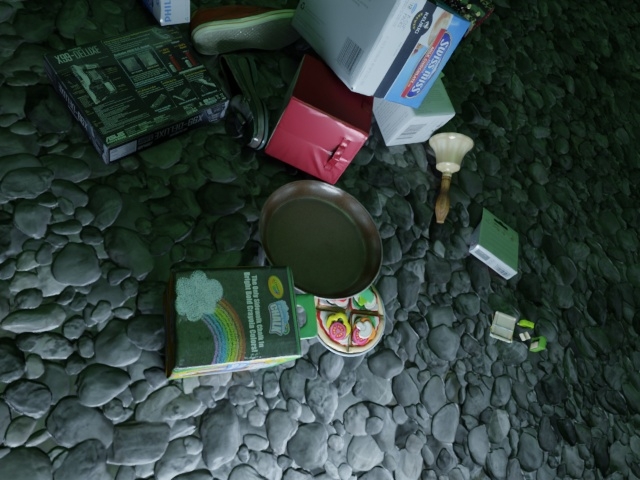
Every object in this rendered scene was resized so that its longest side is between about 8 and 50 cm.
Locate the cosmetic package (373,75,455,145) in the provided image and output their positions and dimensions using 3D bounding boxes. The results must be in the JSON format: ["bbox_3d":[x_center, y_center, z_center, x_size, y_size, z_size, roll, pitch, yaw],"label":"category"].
[{"bbox_3d":[0.249,-0.388,1.271,0.151,0.151,0.184,-12,77,-27],"label":"cosmetic package"}]

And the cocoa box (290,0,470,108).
[{"bbox_3d":[0.130,-0.520,1.084,0.227,0.232,0.347,1,43,-39],"label":"cocoa box"}]

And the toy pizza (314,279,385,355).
[{"bbox_3d":[0.068,0.166,1.053,0.201,0.032,0.202,8,68,-21],"label":"toy pizza"}]

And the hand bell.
[{"bbox_3d":[0.354,-0.167,1.277,0.126,0.126,0.242,15,77,-18],"label":"hand bell"}]

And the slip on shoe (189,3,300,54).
[{"bbox_3d":[-0.183,-0.565,1.175,0.330,0.123,0.102,-18,75,-23],"label":"slip on shoe"}]

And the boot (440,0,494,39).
[{"bbox_3d":[0.410,-0.807,1.513,0.284,0.138,0.377,46,55,-2],"label":"boot"}]

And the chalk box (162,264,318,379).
[{"bbox_3d":[-0.148,0.158,0.882,0.288,0.179,0.181,1,70,-24],"label":"chalk box"}]

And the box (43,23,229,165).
[{"bbox_3d":[-0.402,-0.340,1.014,0.307,0.076,0.243,-34,86,-30],"label":"box"}]

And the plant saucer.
[{"bbox_3d":[0.000,0.000,1.058,0.310,0.050,0.311,11,58,-18],"label":"plant saucer"}]

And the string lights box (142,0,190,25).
[{"bbox_3d":[-0.396,-0.637,1.053,0.076,0.133,0.260,-24,64,-29],"label":"string lights box"}]

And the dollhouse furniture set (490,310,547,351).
[{"bbox_3d":[0.528,0.251,1.227,0.151,0.059,0.076,20,70,6],"label":"dollhouse furniture set"}]

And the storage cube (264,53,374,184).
[{"bbox_3d":[-0.001,-0.288,1.087,0.193,0.184,0.215,23,50,-14],"label":"storage cube"}]

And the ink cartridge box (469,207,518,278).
[{"bbox_3d":[0.505,0.005,1.311,0.145,0.045,0.179,35,43,-7],"label":"ink cartridge box"}]

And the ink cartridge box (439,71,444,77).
[{"bbox_3d":[0.322,-0.600,1.430,0.115,0.067,0.198,-37,88,-30],"label":"ink cartridge box"}]

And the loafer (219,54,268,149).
[{"bbox_3d":[-0.193,-0.337,1.089,0.084,0.096,0.268,6,59,-37],"label":"loafer"}]
